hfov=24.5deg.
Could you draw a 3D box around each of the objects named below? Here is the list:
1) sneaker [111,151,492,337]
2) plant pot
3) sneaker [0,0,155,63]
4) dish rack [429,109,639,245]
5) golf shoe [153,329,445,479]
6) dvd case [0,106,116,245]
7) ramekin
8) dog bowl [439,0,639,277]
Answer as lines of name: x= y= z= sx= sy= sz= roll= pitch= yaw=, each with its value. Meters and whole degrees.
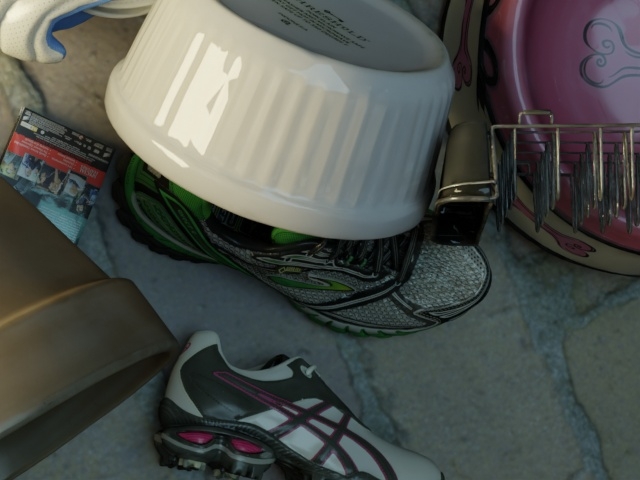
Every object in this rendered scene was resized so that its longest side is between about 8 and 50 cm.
sneaker: x=0.000 y=0.000 z=1.251 sx=0.343 sy=0.146 sz=0.134 roll=16 pitch=81 yaw=-23
plant pot: x=-0.310 y=0.052 z=1.049 sx=0.323 sy=0.323 sz=0.280 roll=-32 pitch=83 yaw=-22
sneaker: x=-0.192 y=-0.295 z=1.181 sx=0.236 sy=0.130 sz=0.323 roll=41 pitch=75 yaw=-11
dish rack: x=0.222 y=-0.047 z=1.153 sx=0.271 sy=0.208 sz=0.074 roll=0 pitch=82 yaw=3
golf shoe: x=-0.005 y=0.161 z=1.266 sx=0.272 sy=0.105 sz=0.120 roll=18 pitch=73 yaw=-23
dvd case: x=-0.230 y=-0.039 z=1.222 sx=0.087 sy=0.013 sz=0.119 roll=24 pitch=77 yaw=-21
ramekin: x=-0.021 y=-0.123 z=1.141 sx=0.272 sy=0.273 sz=0.127 roll=10 pitch=118 yaw=-23
dog bowl: x=0.317 y=-0.165 z=1.329 sx=0.408 sy=0.150 sz=0.408 roll=0 pitch=91 yaw=-4
